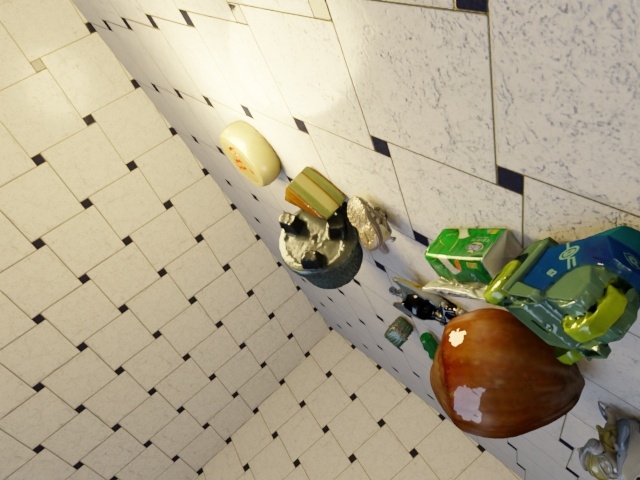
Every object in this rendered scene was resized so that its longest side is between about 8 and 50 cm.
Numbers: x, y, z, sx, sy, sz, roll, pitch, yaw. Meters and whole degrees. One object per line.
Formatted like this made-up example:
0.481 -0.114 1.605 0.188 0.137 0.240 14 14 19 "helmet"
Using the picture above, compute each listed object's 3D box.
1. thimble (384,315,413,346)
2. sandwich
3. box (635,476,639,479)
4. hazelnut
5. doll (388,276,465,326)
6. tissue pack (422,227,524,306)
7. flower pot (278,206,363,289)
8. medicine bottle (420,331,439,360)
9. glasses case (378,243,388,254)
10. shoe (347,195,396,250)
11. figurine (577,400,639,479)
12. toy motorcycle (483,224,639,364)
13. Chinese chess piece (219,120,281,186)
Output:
0.355 0.412 2.004 0.090 0.118 0.135 38 150 7 "thimble"
-0.019 -0.141 1.481 0.187 0.117 0.144 41 168 10 "sandwich"
1.051 0.782 1.198 0.324 0.047 0.180 38 165 24 "box"
0.466 0.345 1.143 0.371 0.316 0.372 10 159 4 "hazelnut"
0.362 0.219 1.451 0.316 0.103 0.145 27 170 32 "doll"
0.337 0.073 0.987 0.148 0.156 0.209 46 165 -17 "tissue pack"
0.000 0.000 1.553 0.299 0.299 0.283 37 173 29 "flower pot"
0.514 0.507 1.897 0.309 0.076 0.111 51 163 -26 "medicine bottle"
0.201 0.016 1.491 0.083 0.021 0.032 52 167 -26 "glasses case"
0.151 -0.059 1.289 0.180 0.092 0.089 64 147 23 "shoe"
0.728 0.503 1.092 0.128 0.184 0.208 46 -151 0 "figurine"
0.421 0.078 0.715 0.191 0.200 0.326 42 177 12 "toy motorcycle"
-0.267 -0.326 1.688 0.273 0.102 0.273 42 167 12 "Chinese chess piece"
